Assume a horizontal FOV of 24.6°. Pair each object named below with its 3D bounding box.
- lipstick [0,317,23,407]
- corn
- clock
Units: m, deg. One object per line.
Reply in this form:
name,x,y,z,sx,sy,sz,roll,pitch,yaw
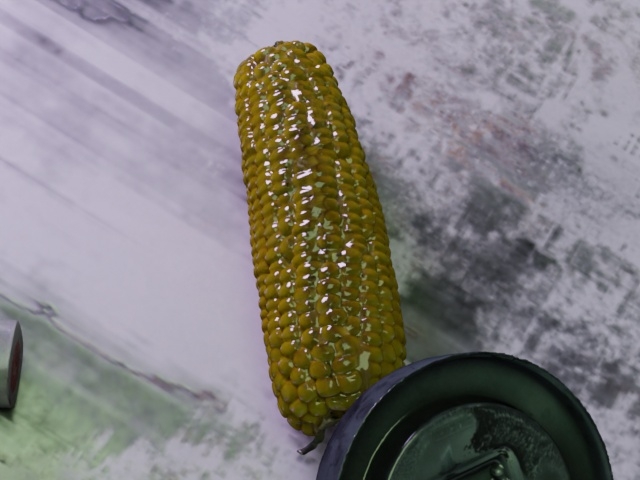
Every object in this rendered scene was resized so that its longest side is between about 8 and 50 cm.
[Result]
lipstick,-0.293,0.071,0.962,0.186,0.063,0.057,6,64,-4
corn,0.000,0.000,1.037,0.101,0.101,0.310,-1,64,-13
clock,0.095,0.179,0.958,0.215,0.042,0.215,1,87,-25
